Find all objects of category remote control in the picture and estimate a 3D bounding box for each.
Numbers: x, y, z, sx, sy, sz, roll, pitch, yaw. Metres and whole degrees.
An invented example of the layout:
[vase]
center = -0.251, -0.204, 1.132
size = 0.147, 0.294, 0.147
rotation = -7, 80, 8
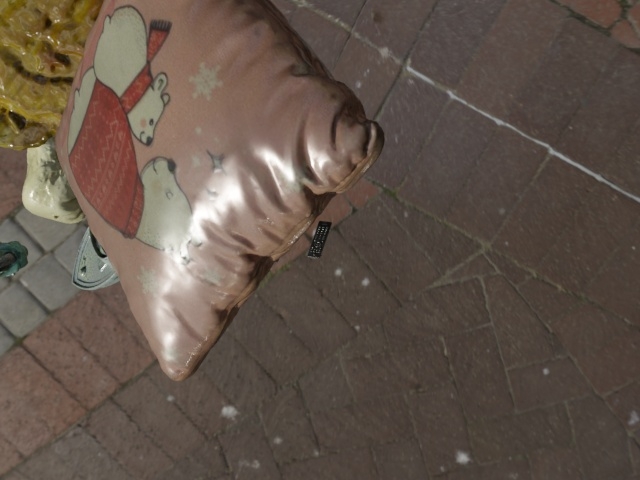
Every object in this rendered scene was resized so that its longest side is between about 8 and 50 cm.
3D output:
[remote control]
center = 0.000, 0.000, 1.470
size = 0.034, 0.091, 0.016
rotation = 7, 148, 20

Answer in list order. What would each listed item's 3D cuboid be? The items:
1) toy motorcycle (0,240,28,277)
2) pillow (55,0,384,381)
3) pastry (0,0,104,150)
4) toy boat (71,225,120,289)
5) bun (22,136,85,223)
[toy motorcycle]
center = -0.790, 0.056, 1.645
size = 0.296, 0.198, 0.109
rotation = -16, 100, 26
[pillow]
center = -0.088, -0.063, 0.435
size = 0.223, 0.084, 0.236
rotation = 53, 126, 21
[pastry]
center = -0.243, -0.223, 0.718
size = 0.240, 0.132, 0.235
rotation = -5, 115, 0
[toy boat]
center = -0.359, -0.011, 1.243
size = 0.319, 0.092, 0.141
rotation = -43, 57, 31
[bun]
center = -0.532, -0.145, 1.503
size = 0.145, 0.229, 0.229
rotation = 8, 111, 22
